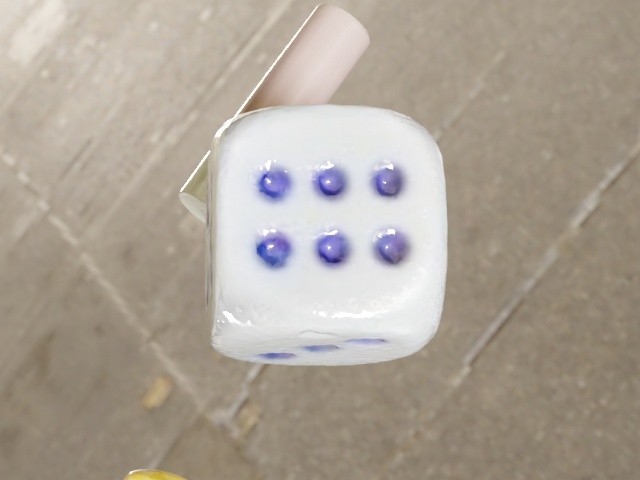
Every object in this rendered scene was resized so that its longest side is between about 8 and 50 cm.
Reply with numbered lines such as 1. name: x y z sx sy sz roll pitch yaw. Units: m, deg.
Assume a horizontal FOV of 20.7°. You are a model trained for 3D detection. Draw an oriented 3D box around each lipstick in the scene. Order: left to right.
1. lipstick: -0.046 -0.127 1.801 0.254 0.070 0.070 -55 23 -16

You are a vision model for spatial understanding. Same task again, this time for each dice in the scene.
1. dice: 0.000 0.000 1.472 0.192 0.193 0.194 117 155 -73

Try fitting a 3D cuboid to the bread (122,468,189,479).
1. bread: -0.137 0.238 1.373 0.115 0.082 0.056 -54 29 10
